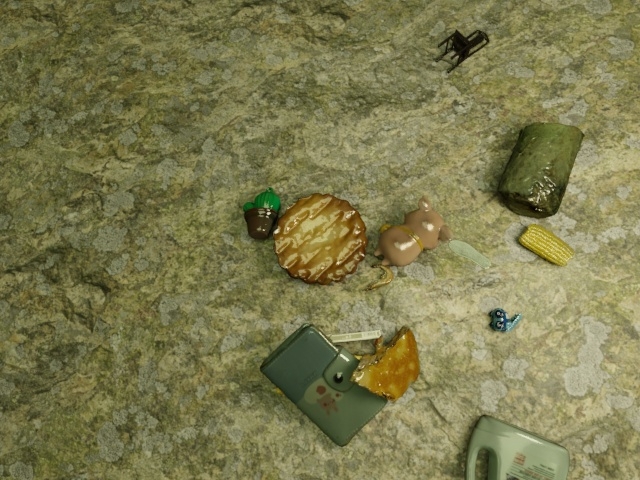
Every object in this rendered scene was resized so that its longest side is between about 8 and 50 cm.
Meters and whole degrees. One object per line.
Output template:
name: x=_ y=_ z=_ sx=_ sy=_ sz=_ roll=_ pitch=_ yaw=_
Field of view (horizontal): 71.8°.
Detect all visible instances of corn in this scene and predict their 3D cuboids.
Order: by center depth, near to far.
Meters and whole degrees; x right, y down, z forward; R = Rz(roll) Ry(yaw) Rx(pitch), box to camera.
corn: x=0.728 y=0.016 z=1.423 sx=0.165 sy=0.063 sz=0.085 roll=38 pitch=74 yaw=13

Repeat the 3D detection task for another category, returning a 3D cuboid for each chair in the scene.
chair: x=0.531 y=-0.722 z=1.614 sx=0.213 sy=0.101 sz=0.084 roll=-37 pitch=74 yaw=-1

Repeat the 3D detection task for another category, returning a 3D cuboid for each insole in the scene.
insole: x=0.499 y=0.044 z=1.479 sx=0.153 sy=0.002 sz=0.053 roll=36 pitch=83 yaw=14

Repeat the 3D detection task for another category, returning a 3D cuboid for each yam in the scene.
yam: x=0.700 y=-0.227 z=1.424 sx=0.195 sy=0.195 sz=0.299 roll=22 pitch=79 yaw=13

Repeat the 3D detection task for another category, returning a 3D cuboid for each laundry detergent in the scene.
laundry detergent: x=0.517 y=0.730 z=1.249 sx=0.264 sy=0.124 sz=0.397 roll=20 pitch=82 yaw=11

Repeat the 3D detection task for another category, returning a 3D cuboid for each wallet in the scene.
wallet: x=0.016 y=0.436 z=1.349 sx=0.360 sy=0.083 sz=0.252 roll=43 pitch=103 yaw=-1

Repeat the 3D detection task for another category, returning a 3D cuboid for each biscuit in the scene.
biscuit: x=0.000 y=0.000 z=1.509 sx=0.326 sy=0.107 sz=0.325 roll=-1 pitch=74 yaw=5

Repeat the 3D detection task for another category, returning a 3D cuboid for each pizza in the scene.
pizza: x=0.196 y=0.382 z=1.322 sx=0.071 sy=0.297 sz=0.189 roll=-13 pitch=97 yaw=46

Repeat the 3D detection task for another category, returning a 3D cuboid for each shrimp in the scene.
shrimp: x=0.188 y=0.124 z=1.493 sx=0.114 sy=0.023 sz=0.083 roll=-31 pitch=71 yaw=-6

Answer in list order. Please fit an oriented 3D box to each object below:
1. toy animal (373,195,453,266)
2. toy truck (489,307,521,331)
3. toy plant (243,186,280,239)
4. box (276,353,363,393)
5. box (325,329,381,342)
toy animal: x=0.290 y=-0.010 z=1.455 sx=0.248 sy=0.149 sz=0.165 roll=-38 pitch=89 yaw=9
toy truck: x=0.585 y=0.250 z=1.394 sx=0.090 sy=0.056 sz=0.073 roll=2 pitch=81 yaw=-5
toy plant: x=-0.211 y=-0.102 z=1.569 sx=0.143 sy=0.105 sz=0.200 roll=-8 pitch=57 yaw=20
box: x=-0.001 y=0.433 z=1.431 sx=0.270 sy=0.043 sz=0.152 roll=3 pitch=80 yaw=10
box: x=0.094 y=0.310 z=1.414 sx=0.199 sy=0.109 sz=0.029 roll=-7 pitch=75 yaw=6
